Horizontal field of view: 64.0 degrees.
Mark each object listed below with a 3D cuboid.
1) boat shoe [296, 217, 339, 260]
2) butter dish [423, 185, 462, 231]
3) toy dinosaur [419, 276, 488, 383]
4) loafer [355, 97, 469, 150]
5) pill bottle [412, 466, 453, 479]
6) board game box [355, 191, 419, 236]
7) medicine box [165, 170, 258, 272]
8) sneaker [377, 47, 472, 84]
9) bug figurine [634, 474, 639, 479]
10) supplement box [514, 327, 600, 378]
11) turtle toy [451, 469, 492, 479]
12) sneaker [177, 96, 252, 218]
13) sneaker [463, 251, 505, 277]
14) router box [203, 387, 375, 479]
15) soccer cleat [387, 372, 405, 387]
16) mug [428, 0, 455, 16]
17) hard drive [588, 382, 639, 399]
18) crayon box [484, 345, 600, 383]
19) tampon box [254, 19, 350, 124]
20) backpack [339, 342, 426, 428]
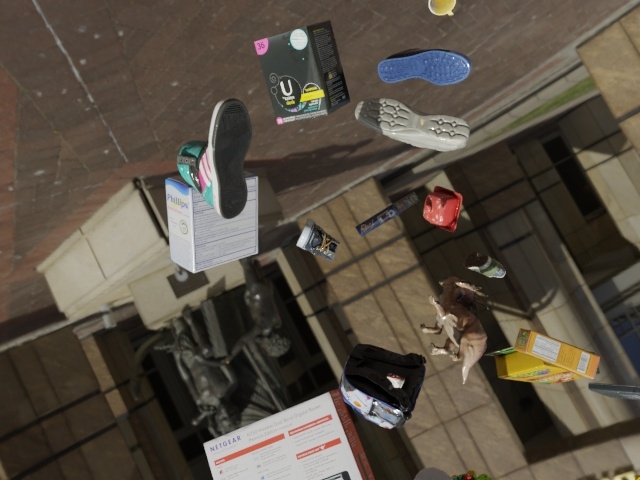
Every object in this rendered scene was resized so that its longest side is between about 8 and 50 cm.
[{"bbox_3d":[0.000,0.000,1.117,0.183,0.083,0.065,72,41,-84],"label":"boat shoe"},{"bbox_3d":[0.462,-0.126,2.027,0.118,0.160,0.160,-4,-158,-33],"label":"butter dish"},{"bbox_3d":[0.391,0.227,1.399,0.201,0.295,0.127,-13,161,-23],"label":"toy dinosaur"},{"bbox_3d":[0.252,-0.315,1.430,0.111,0.320,0.111,64,46,-74],"label":"loafer"},{"bbox_3d":[0.267,0.668,1.301,0.112,0.112,0.186,-24,143,-33],"label":"pill bottle"},{"bbox_3d":[0.242,-0.095,1.815,0.165,0.042,0.243,-32,178,31],"label":"board game box"},{"bbox_3d":[-0.352,-0.075,1.696,0.149,0.289,0.264,21,-153,41],"label":"medicine box"},{"bbox_3d":[0.252,-0.416,1.199,0.232,0.081,0.090,14,-138,35],"label":"sneaker"},{"bbox_3d":[1.075,0.645,1.584,0.279,0.072,0.216,-46,142,-20],"label":"bug figurine"},{"bbox_3d":[0.711,0.340,1.545,0.078,0.234,0.080,144,-31,-81],"label":"supplement box"},{"bbox_3d":[0.410,0.675,1.398,0.130,0.095,0.066,-27,138,17],"label":"turtle toy"},{"bbox_3d":[-0.251,-0.212,1.189,0.124,0.178,0.295,-27,140,-39],"label":"sneaker"},{"bbox_3d":[0.530,0.086,1.647,0.064,0.086,0.192,-57,-178,0],"label":"sneaker"},{"bbox_3d":[-0.058,0.531,1.125,0.336,0.300,0.082,-26,162,13],"label":"router box"},{"bbox_3d":[0.215,0.404,1.470,0.029,0.035,0.083,14,171,40],"label":"soccer cleat"},{"bbox_3d":[0.287,-0.577,1.223,0.062,0.064,0.078,-3,144,8],"label":"mug"},{"bbox_3d":[0.783,0.391,1.321,0.094,0.022,0.135,22,160,-25],"label":"hard drive"},{"bbox_3d":[0.742,0.416,1.722,0.319,0.081,0.202,13,151,-24],"label":"crayon box"},{"bbox_3d":[-0.032,-0.322,0.985,0.121,0.160,0.101,-3,-155,32],"label":"tampon box"},{"bbox_3d":[0.200,0.488,1.757,0.276,0.264,0.213,-51,165,-53],"label":"backpack"}]
